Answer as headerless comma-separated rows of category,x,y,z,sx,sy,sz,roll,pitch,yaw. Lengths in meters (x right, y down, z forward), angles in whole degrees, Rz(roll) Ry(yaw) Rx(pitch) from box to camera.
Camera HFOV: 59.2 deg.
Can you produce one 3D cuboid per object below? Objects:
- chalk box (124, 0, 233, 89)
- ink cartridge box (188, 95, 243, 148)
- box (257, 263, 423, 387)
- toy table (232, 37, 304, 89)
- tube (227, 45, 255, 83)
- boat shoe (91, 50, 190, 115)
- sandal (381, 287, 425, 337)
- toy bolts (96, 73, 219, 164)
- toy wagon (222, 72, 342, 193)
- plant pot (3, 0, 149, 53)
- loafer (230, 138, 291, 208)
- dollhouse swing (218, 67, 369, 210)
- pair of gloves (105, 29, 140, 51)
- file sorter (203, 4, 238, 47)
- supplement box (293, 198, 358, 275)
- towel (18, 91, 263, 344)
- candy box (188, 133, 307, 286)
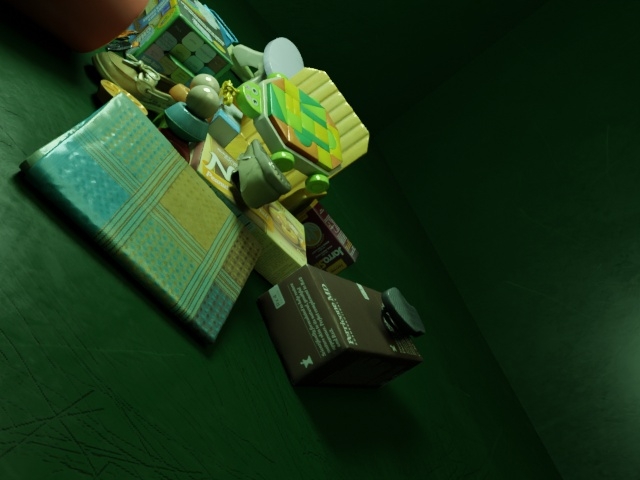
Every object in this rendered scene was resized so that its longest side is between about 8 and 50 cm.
chalk box,-0.341,-0.454,1.340,0.180,0.179,0.288,37,25,-45
ink cartridge box,-0.233,-0.256,1.274,0.062,0.104,0.181,42,19,-24
box,0.055,0.192,1.182,0.381,0.143,0.191,22,35,-56
toy table,-0.177,-0.576,1.943,0.252,0.161,0.274,67,26,-12
tube,-0.281,-0.604,2.002,0.062,0.070,0.240,5,-35,49
boat shoe,-0.355,-0.331,1.206,0.285,0.089,0.104,22,35,-59
sandal,0.178,0.175,1.241,0.254,0.055,0.097,43,24,-60
toy bolts,-0.283,-0.261,1.065,0.218,0.158,0.228,32,15,-38
toy wagon,-0.078,-0.271,1.310,0.345,0.068,0.267,27,46,-43
plant pot,-0.456,-0.492,1.005,0.243,0.275,0.274,50,14,-46
loafer,-0.130,-0.130,1.112,0.101,0.092,0.268,55,0,-19
dollhouse swing,-0.080,-0.276,1.460,0.346,0.305,0.315,55,17,3
pair of gloves,-0.441,-0.444,1.255,0.010,0.074,0.083,91,-17,-49
file sorter,-0.327,-0.535,1.548,0.118,0.170,0.104,50,14,-10
supplement box,0.000,0.000,1.465,0.188,0.104,0.081,51,18,-6
towel,-0.257,-0.041,0.906,0.370,0.040,0.271,49,32,-19
candy box,-0.162,-0.059,1.185,0.316,0.088,0.182,44,20,-27
